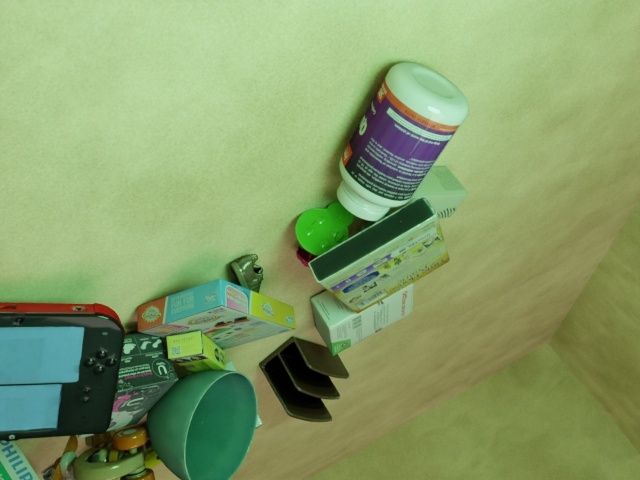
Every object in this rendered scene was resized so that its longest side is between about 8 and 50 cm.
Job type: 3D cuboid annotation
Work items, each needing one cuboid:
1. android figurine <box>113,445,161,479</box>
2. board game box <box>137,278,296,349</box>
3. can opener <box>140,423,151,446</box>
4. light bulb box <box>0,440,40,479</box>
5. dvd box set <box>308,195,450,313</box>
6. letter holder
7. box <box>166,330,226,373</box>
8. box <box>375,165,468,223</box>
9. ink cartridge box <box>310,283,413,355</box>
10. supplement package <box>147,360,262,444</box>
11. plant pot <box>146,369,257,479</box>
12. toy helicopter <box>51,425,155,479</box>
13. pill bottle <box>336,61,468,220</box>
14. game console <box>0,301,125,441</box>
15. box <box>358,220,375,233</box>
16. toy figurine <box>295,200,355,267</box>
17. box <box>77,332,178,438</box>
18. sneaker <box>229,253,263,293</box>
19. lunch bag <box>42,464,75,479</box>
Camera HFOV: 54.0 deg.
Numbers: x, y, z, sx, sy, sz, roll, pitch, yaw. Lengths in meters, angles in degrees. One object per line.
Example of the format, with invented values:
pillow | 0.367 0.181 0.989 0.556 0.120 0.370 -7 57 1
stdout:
android figurine | -0.577 0.669 1.883 0.248 0.056 0.273 -23 175 33
board game box | -0.242 0.189 1.523 0.242 0.064 0.317 -19 155 23
can opener | -0.492 0.561 1.910 0.281 0.074 0.093 -23 113 -20
light bulb box | -0.806 0.698 1.422 0.361 0.358 0.225 -25 158 -51
dvd box set | 0.166 0.053 1.572 0.308 0.062 0.420 -31 159 6
letter holder | -0.023 0.464 2.053 0.152 0.214 0.302 -41 148 11
box | -0.305 0.286 1.567 0.088 0.058 0.232 -10 158 2
box | 0.235 -0.117 1.585 0.275 0.113 0.094 -6 140 -36
ink cartridge box | 0.130 0.202 1.920 0.289 0.121 0.211 -26 148 -13
supplement package | -0.327 0.504 1.797 0.263 0.199 0.198 -26 166 -13
plant pot | -0.320 0.457 1.588 0.290 0.196 0.289 -20 113 -58
toy helicopter | -0.573 0.549 1.616 0.235 0.140 0.355 -10 -176 -23
pill bottle | 0.157 -0.198 1.329 0.182 0.181 0.322 -5 139 -39
game console | -0.599 0.269 1.235 0.387 0.060 0.341 4 116 -25
box | 0.191 0.003 1.729 0.171 0.091 0.130 -16 146 -27
toy figurine | 0.000 0.000 1.562 0.173 0.130 0.159 -46 171 -29
box | -0.480 0.344 1.493 0.163 0.142 0.247 -2 144 -47
sneaker | -0.167 0.101 1.557 0.071 0.066 0.188 -31 150 -12
lunch bag | -0.755 0.683 1.831 0.083 0.053 0.071 -12 153 13
